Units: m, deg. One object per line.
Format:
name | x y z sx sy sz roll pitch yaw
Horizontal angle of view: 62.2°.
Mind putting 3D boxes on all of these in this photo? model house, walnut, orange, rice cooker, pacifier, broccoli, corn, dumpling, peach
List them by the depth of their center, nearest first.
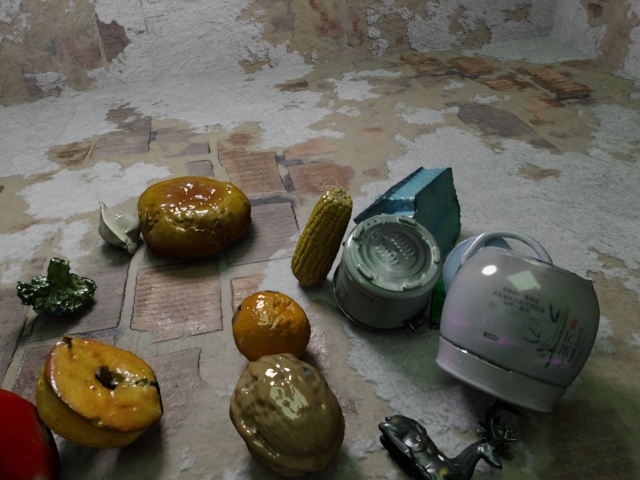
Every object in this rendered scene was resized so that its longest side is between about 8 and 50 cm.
peach | -0.599 0.402 0.917 0.281 0.280 0.338 -26 7 -28
walnut | -0.062 0.313 0.963 0.198 0.198 0.245 -24 48 -26
orange | -0.108 0.195 1.154 0.178 0.155 0.177 27 12 -6
rice cooker | 0.155 0.081 1.242 0.241 0.227 0.280 -29 63 -24
pacifier | 0.439 0.099 1.257 0.279 0.227 0.207 33 4 24
corn | 0.000 0.000 1.299 0.106 0.305 0.106 10 47 -11
broccoli | -0.654 0.113 1.324 0.167 0.160 0.154 16 18 -4
model house | 0.227 -0.060 1.481 0.241 0.225 0.261 6 30 38
dumpling | -0.603 -0.050 1.554 0.181 0.155 0.111 22 66 18

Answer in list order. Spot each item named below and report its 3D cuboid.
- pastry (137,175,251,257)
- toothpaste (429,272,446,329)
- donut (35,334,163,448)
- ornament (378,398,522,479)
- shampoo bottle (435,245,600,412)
pastry | -0.376 -0.080 1.569 0.357 0.163 0.356 -4 34 3
toothpaste | 0.293 0.145 1.299 0.043 0.037 0.178 8 37 9
donut | -0.418 0.286 1.013 0.254 0.118 0.253 32 4 -3
ornament | 0.250 0.355 0.977 0.236 0.080 0.202 -27 44 -25
shampoo bottle | 0.369 0.167 1.014 0.273 0.266 0.273 19 -1 0
